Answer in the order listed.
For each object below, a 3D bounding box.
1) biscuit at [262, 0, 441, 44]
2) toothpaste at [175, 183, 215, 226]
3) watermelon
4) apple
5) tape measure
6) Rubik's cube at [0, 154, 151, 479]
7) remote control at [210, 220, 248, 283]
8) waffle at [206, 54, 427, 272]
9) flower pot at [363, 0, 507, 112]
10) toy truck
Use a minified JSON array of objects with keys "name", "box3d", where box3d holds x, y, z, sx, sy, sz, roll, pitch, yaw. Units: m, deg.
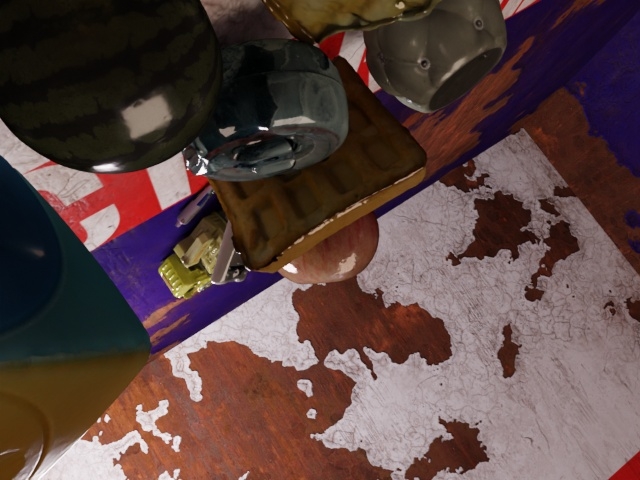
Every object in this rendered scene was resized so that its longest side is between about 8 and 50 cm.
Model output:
[{"name":"biscuit","box3d":[0.073,-0.324,0.658,0.335,0.078,0.329,3,171,7]},{"name":"toothpaste","box3d":[-0.264,-0.087,1.265,0.170,0.028,0.045,-42,175,22]},{"name":"watermelon","box3d":[-0.199,-0.164,0.537,0.212,0.212,0.212,-34,171,-6]},{"name":"apple","box3d":[0.000,0.000,1.664,0.345,0.269,0.345,-3,162,-1]},{"name":"tape measure","box3d":[-0.084,-0.178,0.867,0.256,0.147,0.275,-15,171,5]},{"name":"Rubik's cube","box3d":[-0.419,0.095,0.515,0.347,0.351,0.352,-45,169,2]},{"name":"remote control","box3d":[-0.163,-0.037,1.345,0.109,0.055,0.313,-4,117,-57]},{"name":"waffle","box3d":[-0.025,-0.132,1.013,0.348,0.304,0.077,-32,151,2]},{"name":"flower pot","box3d":[0.192,-0.350,0.995,0.246,0.195,0.246,-32,170,-6]},{"name":"toy truck","box3d":[-0.304,0.038,1.456,0.272,0.124,0.157,-41,169,36]}]
